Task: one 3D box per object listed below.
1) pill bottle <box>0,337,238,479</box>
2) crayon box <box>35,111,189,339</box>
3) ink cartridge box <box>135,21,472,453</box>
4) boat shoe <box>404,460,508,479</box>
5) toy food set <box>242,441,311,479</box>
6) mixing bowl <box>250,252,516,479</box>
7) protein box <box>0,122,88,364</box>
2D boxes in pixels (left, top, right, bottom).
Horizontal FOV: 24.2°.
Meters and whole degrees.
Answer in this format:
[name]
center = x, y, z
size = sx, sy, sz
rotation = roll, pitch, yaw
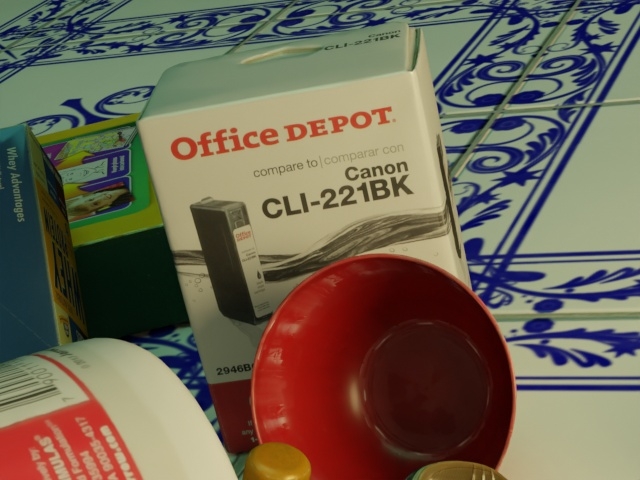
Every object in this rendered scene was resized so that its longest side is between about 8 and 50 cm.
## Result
[pill bottle]
center = -0.247, 0.204, 0.715
size = 0.408, 0.229, 0.229
rotation = -16, 21, -31
[crayon box]
center = -0.259, -0.007, 1.467
size = 0.313, 0.106, 0.363
rotation = -15, 22, -1
[ink cartridge box]
center = 0.000, 0.000, 1.081
size = 0.197, 0.272, 0.114
rotation = -10, 22, 9
[boat shoe]
center = 0.096, 0.164, 0.863
size = 0.049, 0.152, 0.056
rotation = -14, 59, 45
[toy food set]
center = 0.010, 0.221, 0.825
size = 0.111, 0.104, 0.232
rotation = -15, 36, -43
[mixing bowl]
center = 0.054, 0.100, 0.989
size = 0.181, 0.181, 0.098
rotation = -3, -3, 22
[protein box]
center = -0.306, 0.036, 1.209
size = 0.201, 0.199, 0.136
rotation = -12, -17, -1
